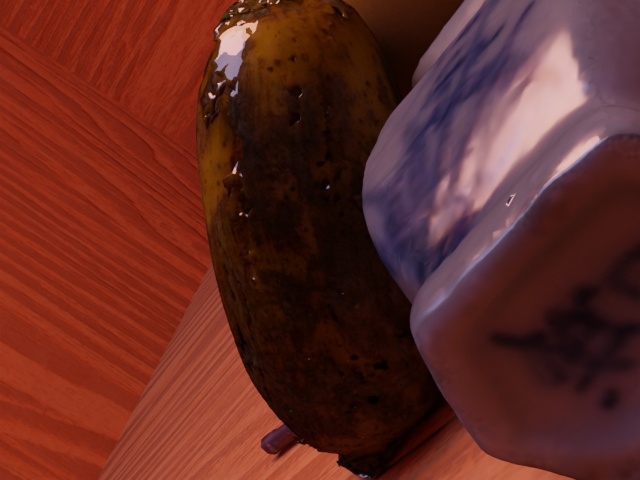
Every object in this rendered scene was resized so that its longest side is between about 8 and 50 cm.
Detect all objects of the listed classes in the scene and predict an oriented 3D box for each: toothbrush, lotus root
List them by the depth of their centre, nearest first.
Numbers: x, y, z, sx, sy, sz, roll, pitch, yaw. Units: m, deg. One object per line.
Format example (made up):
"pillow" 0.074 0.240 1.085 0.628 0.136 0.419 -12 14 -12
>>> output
"lotus root" 0.000 0.000 0.835 0.179 0.398 0.196 -8 19 20
"toothbrush" 0.024 0.150 1.055 0.354 0.024 0.029 -45 23 49

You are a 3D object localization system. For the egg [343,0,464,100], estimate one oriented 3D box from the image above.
"egg" 0.115 -0.208 0.953 0.250 0.322 0.250 -14 65 32

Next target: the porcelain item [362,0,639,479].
"porcelain item" 0.145 -0.048 0.626 0.242 0.178 0.405 -50 13 23
